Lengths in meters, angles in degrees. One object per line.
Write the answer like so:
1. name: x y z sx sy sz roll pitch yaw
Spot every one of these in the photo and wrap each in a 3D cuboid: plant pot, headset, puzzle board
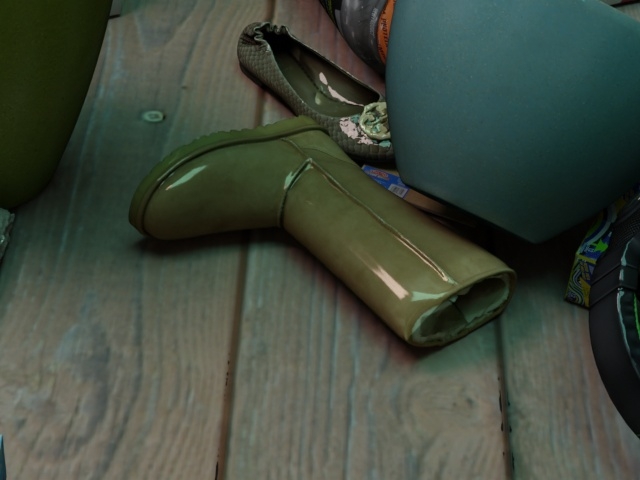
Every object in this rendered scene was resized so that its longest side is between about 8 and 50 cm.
1. plant pot: 0.174 -0.111 1.324 0.290 0.195 0.290 25 2 -1
2. plant pot: -0.307 -0.178 1.304 0.275 0.293 0.274 4 41 -4
3. headset: 0.360 0.004 1.213 0.243 0.185 0.394 22 59 -13
4. puzzle board: 0.106 -0.060 1.440 0.128 0.011 0.096 19 43 15

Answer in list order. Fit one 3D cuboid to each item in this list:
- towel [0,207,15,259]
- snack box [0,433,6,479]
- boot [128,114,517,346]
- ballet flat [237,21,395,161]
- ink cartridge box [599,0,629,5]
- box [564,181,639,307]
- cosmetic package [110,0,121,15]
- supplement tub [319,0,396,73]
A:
1. towel: -0.372 0.056 1.214 0.187 0.049 0.282 9 40 0
2. snack box: -0.327 0.257 0.976 0.187 0.060 0.322 4 41 -2
3. boot: 0.000 0.000 1.299 0.236 0.089 0.269 -26 52 -31
4. ballet flat: 0.001 -0.157 1.494 0.084 0.058 0.250 -25 48 -29
5. ink cartridge box: 0.263 -0.340 1.724 0.218 0.092 0.158 -16 45 -21
6. box: 0.280 -0.005 1.363 0.054 0.059 0.169 21 43 18
7. cosmetic package: -0.312 -0.393 1.497 0.197 0.365 0.155 -19 48 -30
8. supplement tub: 0.081 -0.303 1.579 0.194 0.193 0.316 -10 44 -18
